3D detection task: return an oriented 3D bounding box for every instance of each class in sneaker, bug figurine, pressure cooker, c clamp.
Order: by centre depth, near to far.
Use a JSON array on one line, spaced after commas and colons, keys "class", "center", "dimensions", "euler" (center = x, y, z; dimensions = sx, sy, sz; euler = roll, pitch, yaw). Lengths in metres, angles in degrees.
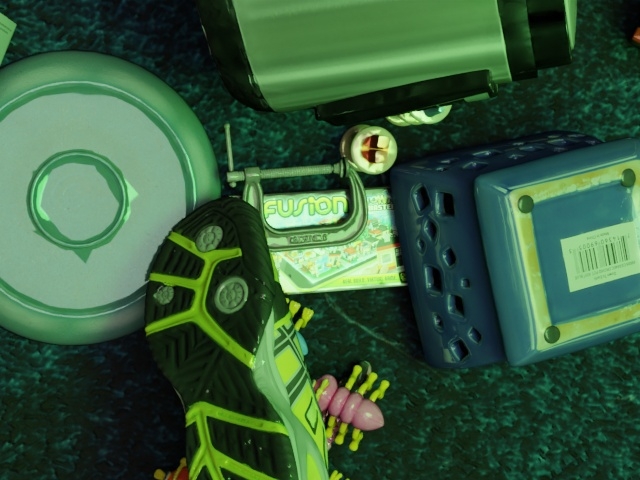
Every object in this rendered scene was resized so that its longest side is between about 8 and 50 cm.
[{"class": "pressure cooker", "center": [0.097, -0.319, 1.536], "dimensions": [0.420, 0.375, 0.370], "euler": [-8, 66, 9]}, {"class": "sneaker", "center": [-0.078, 0.140, 1.633], "dimensions": [0.145, 0.147, 0.385], "euler": [-17, 65, 19]}, {"class": "c clamp", "center": [-0.025, -0.055, 1.718], "dimensions": [0.160, 0.022, 0.137], "euler": [1, 93, -13]}, {"class": "bug figurine", "center": [-0.048, 0.207, 1.722], "dimensions": [0.216, 0.072, 0.279], "euler": [22, 87, 9]}, {"class": "sneaker", "center": [0.011, 0.178, 1.772], "dimensions": [0.057, 0.047, 0.119], "euler": [35, 84, -2]}]

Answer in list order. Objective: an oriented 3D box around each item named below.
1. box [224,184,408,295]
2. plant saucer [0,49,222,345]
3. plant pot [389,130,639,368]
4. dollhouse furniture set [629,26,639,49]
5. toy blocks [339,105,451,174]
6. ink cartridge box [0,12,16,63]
[{"class": "box", "center": [0.000, 0.000, 1.758], "dimensions": [0.207, 0.036, 0.114], "euler": [-4, 94, -13]}, {"class": "plant saucer", "center": [-0.257, -0.044, 1.693], "dimensions": [0.317, 0.043, 0.318], "euler": [-1, 94, -14]}, {"class": "plant pot", "center": [0.235, 0.010, 1.707], "dimensions": [0.236, 0.212, 0.236], "euler": [-14, 97, -22]}, {"class": "dollhouse furniture set", "center": [0.479, -0.197, 1.775], "dimensions": [0.259, 0.135, 0.262], "euler": [31, 88, 2]}, {"class": "toy blocks", "center": [0.085, -0.124, 1.712], "dimensions": [0.054, 0.148, 0.123], "euler": [42, 84, -12]}, {"class": "ink cartridge box", "center": [-0.404, -0.167, 1.616], "dimensions": [0.127, 0.072, 0.175], "euler": [22, 89, 6]}]
